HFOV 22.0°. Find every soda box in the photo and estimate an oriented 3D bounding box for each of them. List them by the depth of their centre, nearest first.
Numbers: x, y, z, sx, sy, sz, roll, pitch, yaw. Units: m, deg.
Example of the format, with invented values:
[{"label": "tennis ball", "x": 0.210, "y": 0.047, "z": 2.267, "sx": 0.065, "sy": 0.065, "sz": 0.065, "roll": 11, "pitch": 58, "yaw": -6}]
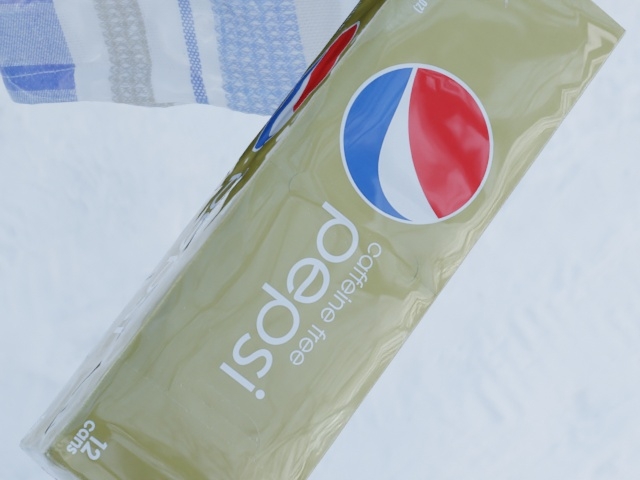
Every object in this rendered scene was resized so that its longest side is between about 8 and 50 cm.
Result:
[{"label": "soda box", "x": 0.000, "y": 0.000, "z": 0.437, "sx": 0.058, "sy": 0.061, "sz": 0.181, "roll": 38, "pitch": 77, "yaw": -10}]

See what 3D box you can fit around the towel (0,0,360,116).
[{"label": "towel", "x": -0.069, "y": -0.148, "z": 0.823, "sx": 0.285, "sy": 0.209, "sz": 0.034, "roll": 6, "pitch": 41, "yaw": 24}]
